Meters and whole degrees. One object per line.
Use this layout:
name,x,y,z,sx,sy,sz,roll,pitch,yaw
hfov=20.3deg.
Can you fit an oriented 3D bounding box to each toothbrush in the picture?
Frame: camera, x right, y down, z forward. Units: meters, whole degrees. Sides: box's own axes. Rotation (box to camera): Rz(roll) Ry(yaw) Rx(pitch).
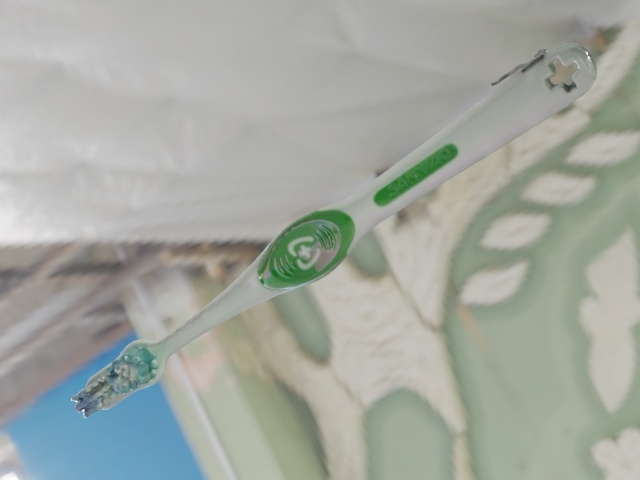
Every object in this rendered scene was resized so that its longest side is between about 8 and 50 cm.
toothbrush,0.002,-0.001,1.145,0.418,0.042,0.040,-34,0,19
